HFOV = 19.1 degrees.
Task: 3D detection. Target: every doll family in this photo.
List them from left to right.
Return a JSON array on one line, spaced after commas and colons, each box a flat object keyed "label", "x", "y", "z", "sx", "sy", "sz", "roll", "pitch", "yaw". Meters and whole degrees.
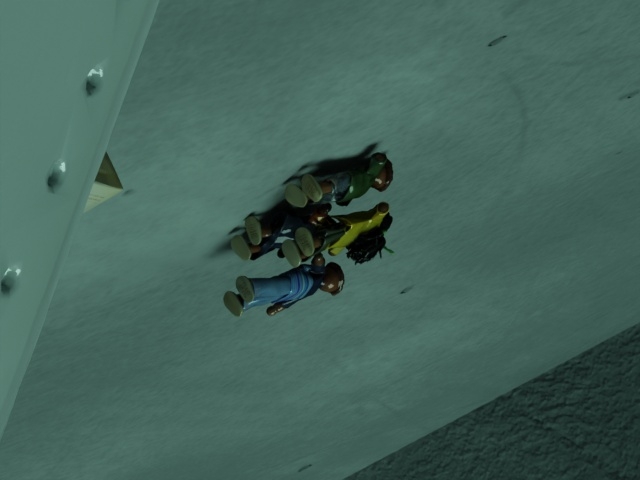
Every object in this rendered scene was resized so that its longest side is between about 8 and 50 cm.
[{"label": "doll family", "x": 0.000, "y": 0.000, "z": 1.504, "sx": 0.111, "sy": 0.076, "sz": 0.193, "roll": -16, "pitch": 168, "yaw": -44}]

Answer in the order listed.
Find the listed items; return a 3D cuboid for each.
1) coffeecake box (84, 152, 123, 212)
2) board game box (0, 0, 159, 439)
[{"label": "coffeecake box", "x": -0.229, "y": -0.021, "z": 1.071, "sx": 0.185, "sy": 0.068, "sz": 0.142, "roll": -29, "pitch": 165, "yaw": 15}, {"label": "board game box", "x": -0.160, "y": -0.087, "z": 0.550, "sx": 0.390, "sy": 0.050, "sz": 0.390, "roll": 19, "pitch": 90, "yaw": -69}]
